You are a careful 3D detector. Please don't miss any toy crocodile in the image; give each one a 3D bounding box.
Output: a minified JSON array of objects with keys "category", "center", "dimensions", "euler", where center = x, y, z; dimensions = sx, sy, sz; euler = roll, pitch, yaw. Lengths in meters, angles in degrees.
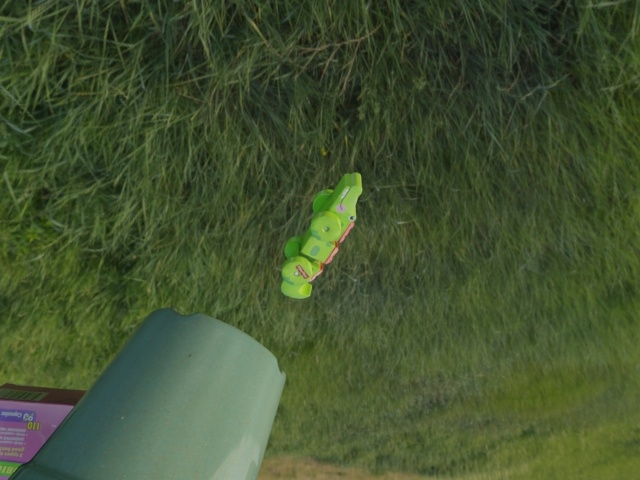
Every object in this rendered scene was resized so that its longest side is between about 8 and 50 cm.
[{"category":"toy crocodile","center":[0.000,0.000,0.977],"dimensions":[0.105,0.115,0.340],"euler":[25,118,-15]}]

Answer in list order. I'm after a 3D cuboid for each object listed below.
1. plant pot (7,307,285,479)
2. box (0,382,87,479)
[{"category":"plant pot","center":[-0.225,0.301,0.638],"dimensions":[0.341,0.334,0.341],"euler":[14,142,11]},{"category":"box","center":[-0.529,0.413,0.835],"dimensions":[0.214,0.243,0.117],"euler":[11,173,-14]}]
